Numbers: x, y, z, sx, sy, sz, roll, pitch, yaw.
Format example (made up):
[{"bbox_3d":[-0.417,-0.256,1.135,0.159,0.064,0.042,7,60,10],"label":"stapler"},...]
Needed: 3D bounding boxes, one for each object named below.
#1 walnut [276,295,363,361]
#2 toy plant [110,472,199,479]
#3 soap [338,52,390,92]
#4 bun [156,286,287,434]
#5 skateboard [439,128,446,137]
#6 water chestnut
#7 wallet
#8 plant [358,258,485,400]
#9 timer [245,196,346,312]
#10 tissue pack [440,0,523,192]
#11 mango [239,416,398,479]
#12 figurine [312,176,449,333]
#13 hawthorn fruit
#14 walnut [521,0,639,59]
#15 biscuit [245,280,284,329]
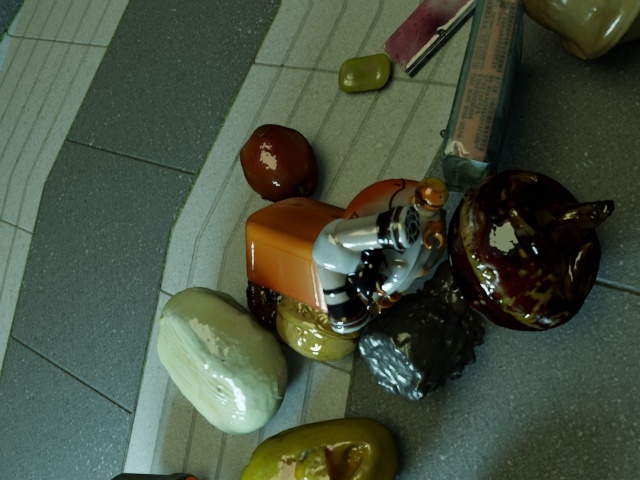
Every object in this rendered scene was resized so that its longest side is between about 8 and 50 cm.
[{"bbox_3d":[-0.005,0.174,1.449,0.206,0.159,0.159,23,92,28],"label":"walnut"},{"bbox_3d":[-0.304,0.637,1.525,0.400,0.185,0.279,-1,90,26],"label":"toy plant"},{"bbox_3d":[0.104,-0.392,1.590,0.140,0.045,0.089,1,76,36],"label":"soap"},{"bbox_3d":[-0.214,0.252,1.532,0.361,0.213,0.361,32,141,31],"label":"bun"},{"bbox_3d":[0.315,-0.259,1.406,0.080,0.067,0.151,23,88,27],"label":"skateboard"},{"bbox_3d":[0.363,0.000,1.153,0.300,0.300,0.300,-9,73,33],"label":"water chestnut"},{"bbox_3d":[0.251,-0.489,1.527,0.232,0.025,0.119,-45,57,16],"label":"wallet"},{"bbox_3d":[0.196,0.181,1.287,0.234,0.204,0.178,-41,24,-32],"label":"plant"},{"bbox_3d":[0.000,0.000,1.455,0.257,0.250,0.161,19,125,36],"label":"timer"},{"bbox_3d":[0.305,-0.260,1.263,0.103,0.228,0.316,12,80,16],"label":"tissue pack"},{"bbox_3d":[-0.004,0.487,1.369,0.365,0.182,0.253,-32,58,11],"label":"mango"},{"bbox_3d":[0.117,0.000,1.228,0.196,0.323,0.320,37,117,12],"label":"figurine"},{"bbox_3d":[-0.090,-0.168,1.586,0.185,0.185,0.202,-48,59,15],"label":"hawthorn fruit"},{"bbox_3d":[0.501,-0.530,1.177,0.383,0.383,0.383,-9,73,33],"label":"walnut"},{"bbox_3d":[-0.097,0.118,1.595,0.192,0.049,0.192,-8,73,28],"label":"biscuit"}]
